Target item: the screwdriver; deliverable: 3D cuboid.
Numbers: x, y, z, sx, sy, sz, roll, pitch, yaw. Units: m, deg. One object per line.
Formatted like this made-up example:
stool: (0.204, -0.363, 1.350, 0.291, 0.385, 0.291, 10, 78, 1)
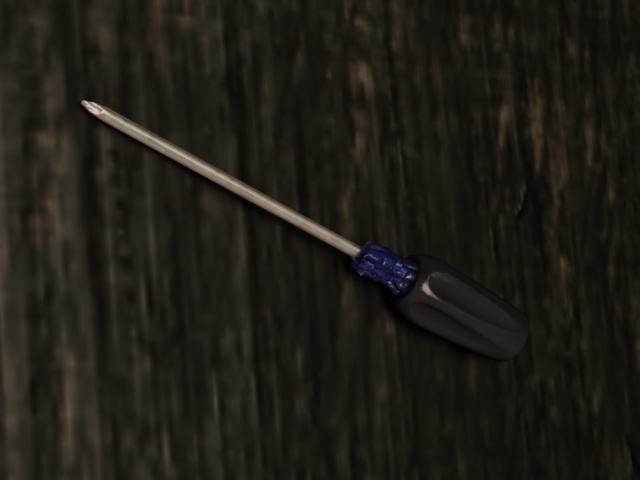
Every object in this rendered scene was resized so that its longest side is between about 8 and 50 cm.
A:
screwdriver: (0.000, 0.000, 0.382, 0.170, 0.024, 0.025, 25, 39, -28)
